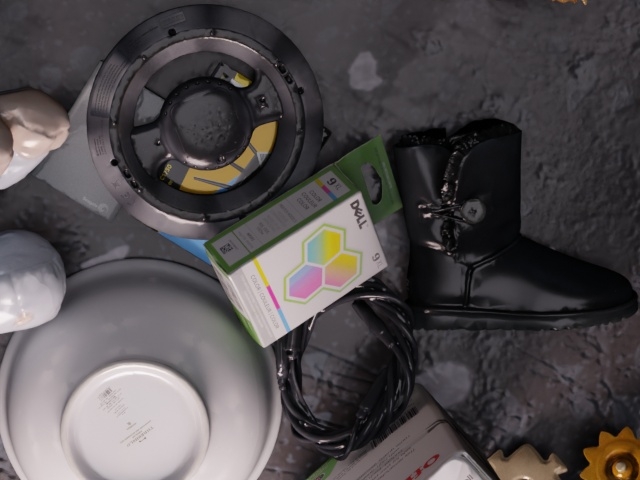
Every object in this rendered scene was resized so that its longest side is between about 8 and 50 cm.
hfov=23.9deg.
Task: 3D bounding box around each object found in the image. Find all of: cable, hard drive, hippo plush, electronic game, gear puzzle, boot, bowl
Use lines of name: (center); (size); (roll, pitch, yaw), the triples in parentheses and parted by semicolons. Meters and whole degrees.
cable: (0.026, 0.128, 1.523); (0.151, 0.047, 0.184); (-6, 79, 15)
hard drive: (-0.215, -0.099, 1.514); (0.094, 0.022, 0.135); (31, 94, -8)
hippo plush: (-0.360, -0.004, 1.405); (0.294, 0.234, 0.236); (-10, 99, 0)
electronic game: (-0.110, -0.113, 1.460); (0.229, 0.048, 0.229); (-2, 103, -9)
gear puzzle: (0.212, 0.311, 1.567); (0.339, 0.044, 0.175); (-42, 62, 3)
boot: (0.198, -0.017, 1.521); (0.247, 0.094, 0.207); (-1, 102, 2)
bowl: (-0.180, 0.173, 1.499); (0.298, 0.134, 0.297); (-1, 98, -5)

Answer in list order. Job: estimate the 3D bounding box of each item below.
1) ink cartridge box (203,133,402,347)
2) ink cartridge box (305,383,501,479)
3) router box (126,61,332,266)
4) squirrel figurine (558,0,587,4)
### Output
ink cartridge box: (0.000, 0.000, 1.482); (0.209, 0.062, 0.109); (-33, 134, -11)
ink cartridge box: (0.075, 0.268, 1.460); (0.198, 0.273, 0.115); (-42, 99, 2)
router box: (-0.092, -0.069, 1.516); (0.133, 0.046, 0.179); (32, 94, -7)
squirrel figurine: (0.207, -0.425, 1.400); (0.370, 0.281, 0.397); (-12, 114, -4)
